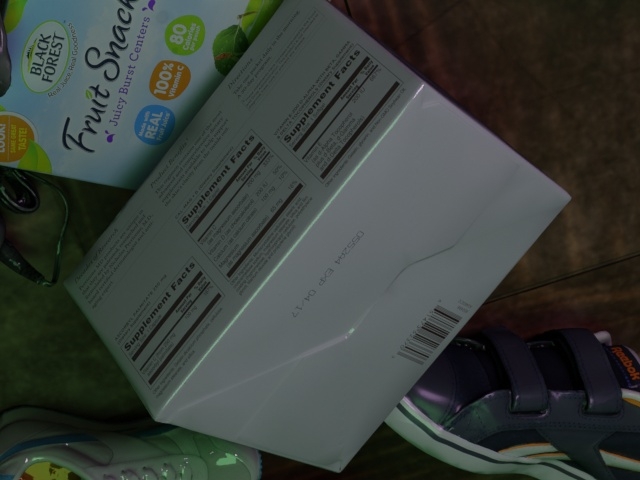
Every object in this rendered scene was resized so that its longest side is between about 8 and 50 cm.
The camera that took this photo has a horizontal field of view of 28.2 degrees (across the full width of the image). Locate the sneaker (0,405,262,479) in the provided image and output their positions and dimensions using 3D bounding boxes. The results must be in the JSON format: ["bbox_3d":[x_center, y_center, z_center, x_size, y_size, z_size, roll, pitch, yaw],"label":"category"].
[{"bbox_3d":[-0.160,0.197,1.053,0.229,0.092,0.087,3,118,-11],"label":"sneaker"}]

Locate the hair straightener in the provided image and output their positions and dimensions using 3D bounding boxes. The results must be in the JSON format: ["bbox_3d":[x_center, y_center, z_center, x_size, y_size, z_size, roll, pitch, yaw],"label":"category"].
[{"bbox_3d":[-0.254,-0.058,0.915,0.089,0.047,0.230,-33,114,9],"label":"hair straightener"}]

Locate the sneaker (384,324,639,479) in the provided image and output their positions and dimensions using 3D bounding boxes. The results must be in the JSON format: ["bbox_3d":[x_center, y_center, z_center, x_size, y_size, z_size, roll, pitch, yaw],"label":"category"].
[{"bbox_3d":[0.183,0.124,1.042,0.321,0.126,0.127,22,120,-31],"label":"sneaker"}]

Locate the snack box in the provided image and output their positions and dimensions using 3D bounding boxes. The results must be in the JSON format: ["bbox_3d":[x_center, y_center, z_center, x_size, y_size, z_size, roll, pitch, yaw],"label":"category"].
[{"bbox_3d":[-0.121,-0.123,0.873,0.207,0.070,0.174,10,118,-22],"label":"snack box"}]

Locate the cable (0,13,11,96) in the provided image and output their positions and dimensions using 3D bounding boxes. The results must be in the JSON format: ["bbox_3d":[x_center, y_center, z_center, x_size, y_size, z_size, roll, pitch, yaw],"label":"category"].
[{"bbox_3d":[-0.247,-0.195,0.774,0.072,0.139,0.287,-19,122,-45],"label":"cable"}]

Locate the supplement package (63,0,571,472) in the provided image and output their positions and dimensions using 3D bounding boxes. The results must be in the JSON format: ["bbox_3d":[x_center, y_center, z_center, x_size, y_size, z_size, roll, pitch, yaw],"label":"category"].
[{"bbox_3d":[0.000,0.000,0.868,0.262,0.145,0.204,-51,140,10],"label":"supplement package"}]
